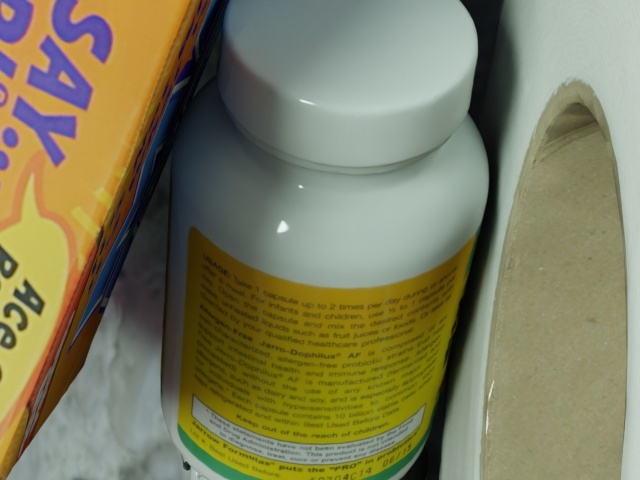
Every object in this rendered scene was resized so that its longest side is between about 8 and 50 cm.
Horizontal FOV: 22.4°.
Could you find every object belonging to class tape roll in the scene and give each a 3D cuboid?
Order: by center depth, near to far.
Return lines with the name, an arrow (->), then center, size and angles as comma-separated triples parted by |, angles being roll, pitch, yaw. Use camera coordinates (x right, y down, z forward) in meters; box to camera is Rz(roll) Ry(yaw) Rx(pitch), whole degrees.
tape roll -> 0.097, 0.059, 0.485 | 0.392, 0.072, 0.392 | -175, 90, -86

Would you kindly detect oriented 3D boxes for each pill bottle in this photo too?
pill bottle -> 0.000, 0.000, 0.615 | 0.117, 0.117, 0.208 | 49, 148, 33

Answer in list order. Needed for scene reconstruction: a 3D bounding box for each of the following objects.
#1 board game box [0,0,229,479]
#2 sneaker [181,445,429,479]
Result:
board game box -> -0.198, -0.164, 0.605 | 0.356, 0.356, 0.356 | -171, 103, -85
sneaker -> 0.007, 0.120, 0.699 | 0.106, 0.078, 0.234 | -53, 33, 16
